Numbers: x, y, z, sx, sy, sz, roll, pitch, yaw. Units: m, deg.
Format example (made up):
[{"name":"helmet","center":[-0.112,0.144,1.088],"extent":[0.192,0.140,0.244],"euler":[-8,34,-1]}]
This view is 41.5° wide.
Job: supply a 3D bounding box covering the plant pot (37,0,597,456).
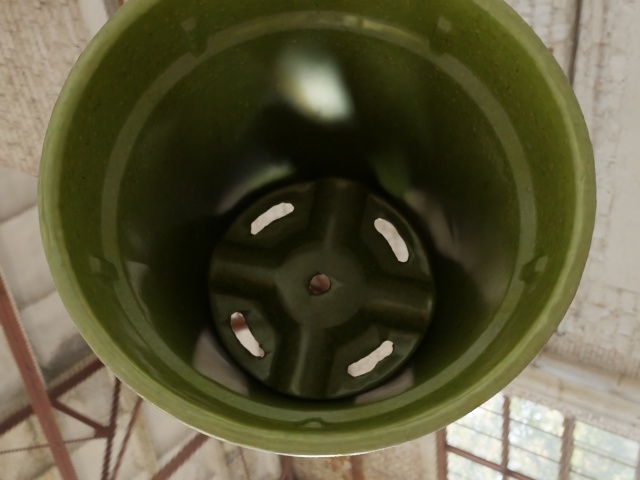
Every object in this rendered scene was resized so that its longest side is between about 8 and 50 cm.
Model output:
[{"name":"plant pot","center":[0.000,0.000,0.536],"extent":[0.254,0.276,0.276],"euler":[86,-152,-74]}]
